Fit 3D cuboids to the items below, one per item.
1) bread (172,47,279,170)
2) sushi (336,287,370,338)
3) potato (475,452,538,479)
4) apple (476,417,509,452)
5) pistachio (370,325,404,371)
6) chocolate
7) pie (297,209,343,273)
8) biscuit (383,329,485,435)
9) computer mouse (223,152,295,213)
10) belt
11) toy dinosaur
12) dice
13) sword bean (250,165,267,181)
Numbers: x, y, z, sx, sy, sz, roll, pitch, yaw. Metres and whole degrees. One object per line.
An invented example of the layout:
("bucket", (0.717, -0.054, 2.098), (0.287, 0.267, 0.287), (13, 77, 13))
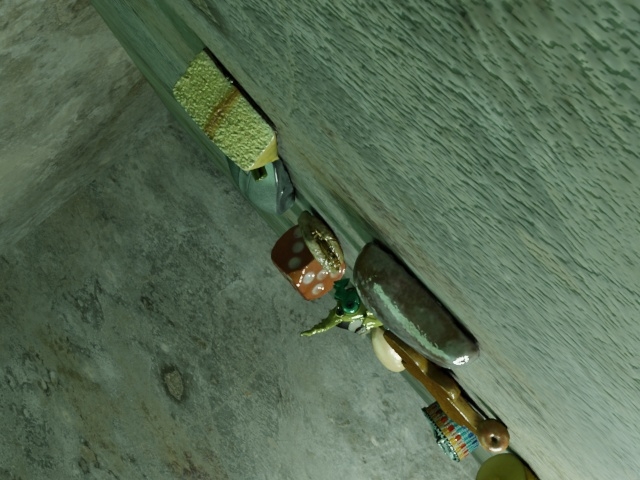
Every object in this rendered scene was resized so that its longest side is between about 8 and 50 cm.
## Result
("bread", (-0.168, -0.283, 1.194), (0.240, 0.135, 0.178), (48, -152, 2))
("sushi", (0.142, 0.275, 2.117), (0.273, 0.134, 0.109), (34, -160, -47))
("potato", (0.579, 0.743, 1.629), (0.158, 0.178, 0.203), (35, 159, -11))
("apple", (0.444, 0.500, 1.428), (0.084, 0.084, 0.071), (48, -165, 12))
("pistachio", (0.222, 0.337, 1.792), (0.200, 0.117, 0.145), (51, 160, -20))
("chocolate", (0.172, 0.140, 1.088), (0.303, 0.100, 0.185), (44, 170, 15))
("pie", (0.000, 0.000, 1.515), (0.193, 0.079, 0.163), (53, -179, -34))
("biscuit", (0.341, 0.404, 1.617), (0.432, 0.064, 0.283), (49, 169, -12))
("computer mouse", (-0.160, -0.162, 1.465), (0.203, 0.114, 0.374), (48, 173, 15))
("belt", (0.446, 0.629, 1.881), (0.207, 0.150, 0.257), (56, 176, 20))
("toy dinosaur", (0.069, 0.155, 1.311), (0.094, 0.259, 0.153), (82, 174, -75))
("dice", (-0.042, 0.066, 1.745), (0.174, 0.179, 0.175), (44, 174, 40))
("sword bean", (-0.196, -0.252, 1.292), (0.269, 0.043, 0.038), (58, 156, 12))
